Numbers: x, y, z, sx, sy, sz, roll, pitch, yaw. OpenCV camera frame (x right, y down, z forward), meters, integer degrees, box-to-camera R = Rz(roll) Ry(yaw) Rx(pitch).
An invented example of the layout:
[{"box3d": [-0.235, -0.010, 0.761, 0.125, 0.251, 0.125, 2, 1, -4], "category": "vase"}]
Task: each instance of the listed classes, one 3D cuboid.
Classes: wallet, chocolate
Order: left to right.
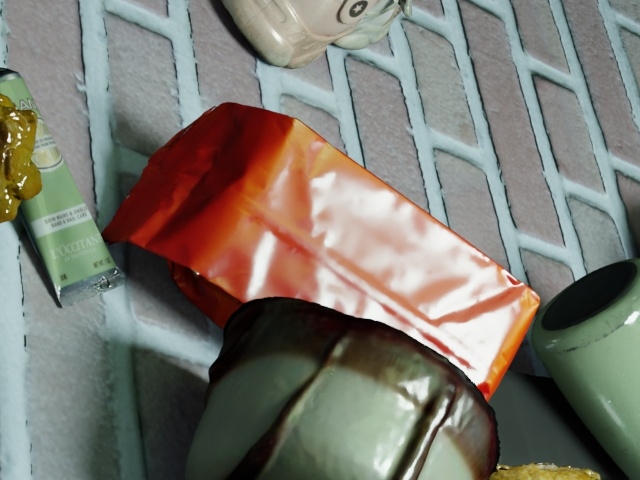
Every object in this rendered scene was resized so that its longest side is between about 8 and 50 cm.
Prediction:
[{"box3d": [-0.001, 0.199, 1.482, 0.283, 0.283, 0.186, 40, 58, -16], "category": "chocolate"}, {"box3d": [0.256, 0.209, 1.925, 0.244, 0.025, 0.124, 13, 54, -44], "category": "wallet"}]

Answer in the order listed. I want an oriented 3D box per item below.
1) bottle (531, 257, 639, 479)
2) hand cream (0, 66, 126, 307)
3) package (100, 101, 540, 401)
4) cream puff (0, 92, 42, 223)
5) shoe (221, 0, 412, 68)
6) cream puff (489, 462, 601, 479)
[{"box3d": [0.387, 0.196, 1.933, 0.347, 0.168, 0.168, 55, 34, -15], "category": "bottle"}, {"box3d": [-0.254, -0.055, 1.570, 0.086, 0.055, 0.235, -23, 85, -51], "category": "hand cream"}, {"box3d": [0.017, 0.041, 1.657, 0.423, 0.123, 0.196, 36, 69, -14], "category": "package"}, {"box3d": [-0.291, -0.074, 1.494, 0.122, 0.116, 0.094, 55, 11, 12], "category": "cream puff"}, {"box3d": [0.049, -0.325, 2.011, 0.172, 0.198, 0.351, 51, 36, -4], "category": "shoe"}, {"box3d": [0.190, 0.306, 1.657, 0.183, 0.183, 0.169, 14, 70, -41], "category": "cream puff"}]
